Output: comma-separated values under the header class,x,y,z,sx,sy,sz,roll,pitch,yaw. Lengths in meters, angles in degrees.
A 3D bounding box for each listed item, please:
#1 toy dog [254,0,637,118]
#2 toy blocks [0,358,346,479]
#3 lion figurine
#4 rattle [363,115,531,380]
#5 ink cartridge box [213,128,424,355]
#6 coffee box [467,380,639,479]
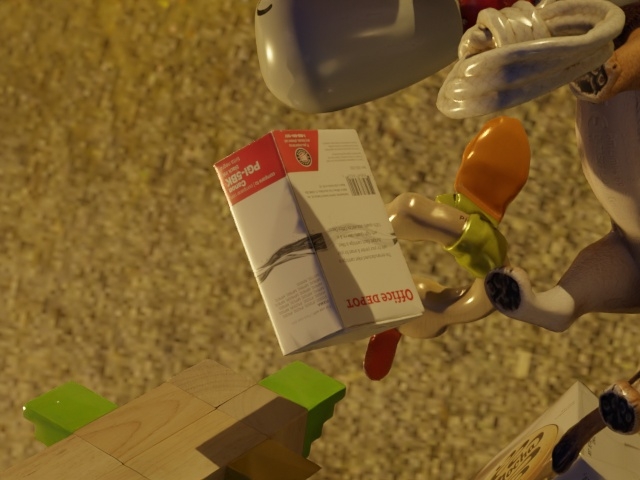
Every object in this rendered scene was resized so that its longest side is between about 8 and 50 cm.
class,x,y,z,sx,sy,sz,roll,pitch,yaw
toy dog,0.123,-0.188,0.757,0.220,0.334,0.161,5,118,60
toy blocks,-0.146,0.261,1.085,0.191,0.381,0.260,25,121,30
lion figurine,0.218,-0.059,1.025,0.142,0.240,0.392,17,117,38
rattle,0.083,0.007,1.247,0.199,0.130,0.142,109,166,-55
ink cartridge box,0.000,0.000,1.009,0.056,0.099,0.135,-27,78,33
coffee box,0.168,0.288,1.406,0.297,0.119,0.168,-45,5,19
